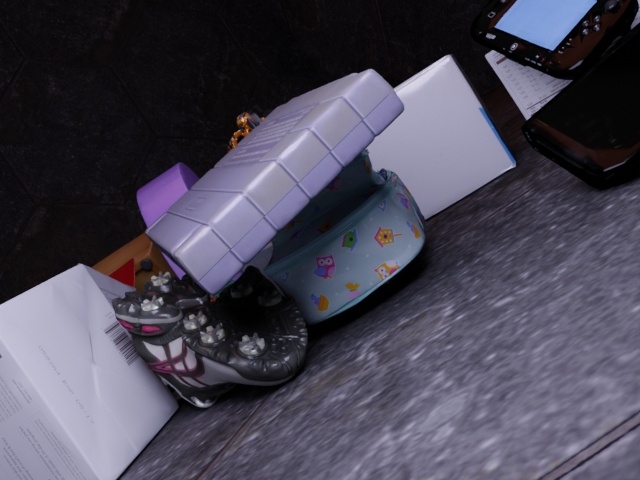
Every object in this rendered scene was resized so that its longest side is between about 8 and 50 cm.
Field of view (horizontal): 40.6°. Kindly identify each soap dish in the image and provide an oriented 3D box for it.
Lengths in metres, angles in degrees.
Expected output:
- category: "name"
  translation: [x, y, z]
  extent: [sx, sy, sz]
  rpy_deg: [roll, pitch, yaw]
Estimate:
- category: "soap dish"
  translation: [-0.382, 0.138, 1.774]
  extent: [0.290, 0.229, 0.118]
  rpy_deg: [-33, 21, 10]

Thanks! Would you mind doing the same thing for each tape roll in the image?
- category: "tape roll"
  translation: [-0.202, 0.003, 1.499]
  extent: [0.090, 0.275, 0.275]
  rpy_deg: [-32, 5, 2]

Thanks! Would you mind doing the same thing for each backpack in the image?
- category: "backpack"
  translation: [0.021, -0.003, 0.881]
  extent: [0.165, 0.144, 0.188]
  rpy_deg: [-32, 14, 11]

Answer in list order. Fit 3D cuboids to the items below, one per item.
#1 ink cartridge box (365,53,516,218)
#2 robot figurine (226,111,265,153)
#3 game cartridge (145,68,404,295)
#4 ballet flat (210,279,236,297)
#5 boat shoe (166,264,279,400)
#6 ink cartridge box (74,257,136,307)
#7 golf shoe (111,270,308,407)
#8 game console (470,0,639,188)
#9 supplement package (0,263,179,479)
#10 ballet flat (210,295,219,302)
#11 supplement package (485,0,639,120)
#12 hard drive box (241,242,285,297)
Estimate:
- category: "ink cartridge box"
  translation: [0.160, -0.148, 1.231]
  extent: [0.168, 0.171, 0.233]
  rpy_deg: [-32, 4, 15]
- category: "robot figurine"
  translation: [-0.074, -0.096, 1.554]
  extent: [0.085, 0.291, 0.211]
  rpy_deg: [-34, 4, -10]
- category: "game cartridge"
  translation: [-0.060, -0.058, 0.843]
  extent: [0.230, 0.068, 0.355]
  rpy_deg: [-40, 13, -9]
- category: "ballet flat"
  translation: [-0.136, 0.102, 1.275]
  extent: [0.087, 0.083, 0.247]
  rpy_deg: [-19, 7, 2]
- category: "boat shoe"
  translation: [-0.165, 0.133, 1.028]
  extent: [0.305, 0.091, 0.109]
  rpy_deg: [-32, 5, 23]
- category: "ink cartridge box"
  translation: [-0.473, 0.181, 1.542]
  extent: [0.309, 0.130, 0.272]
  rpy_deg: [-31, 47, 30]
- category: "golf shoe"
  translation: [-0.098, 0.107, 0.858]
  extent: [0.105, 0.120, 0.272]
  rpy_deg: [-29, 24, -32]
- category: "game console"
  translation: [0.244, -0.179, 0.804]
  extent: [0.213, 0.044, 0.361]
  rpy_deg: [-41, 32, 1]
- category: "supplement package"
  translation: [-0.334, 0.192, 0.910]
  extent: [0.262, 0.199, 0.198]
  rpy_deg: [-32, 4, 16]
- category: "ballet flat"
  translation: [-0.187, 0.115, 1.122]
  extent: [0.240, 0.091, 0.077]
  rpy_deg: [-19, 43, -6]
- category: "supplement package"
  translation: [0.365, -0.249, 1.017]
  extent: [0.262, 0.145, 0.204]
  rpy_deg: [-38, 6, -38]
- category: "hard drive box"
  translation: [0.000, 0.000, 1.308]
  extent: [0.181, 0.089, 0.232]
  rpy_deg: [-37, 6, -28]
